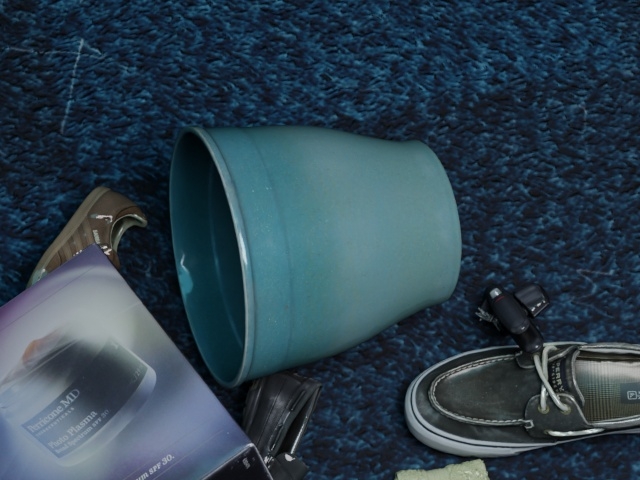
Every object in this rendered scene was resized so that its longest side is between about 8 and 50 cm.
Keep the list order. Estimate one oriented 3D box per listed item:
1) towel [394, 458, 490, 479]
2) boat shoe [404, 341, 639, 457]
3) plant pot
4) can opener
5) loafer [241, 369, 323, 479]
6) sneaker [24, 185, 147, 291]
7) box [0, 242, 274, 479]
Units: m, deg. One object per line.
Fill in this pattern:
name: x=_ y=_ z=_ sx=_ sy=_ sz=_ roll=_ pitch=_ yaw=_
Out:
towel: x=0.136 y=0.303 z=1.653 sx=0.110 sy=0.027 sz=0.148 roll=-8 pitch=67 yaw=-3
boat shoe: x=0.255 y=0.149 z=1.667 sx=0.335 sy=0.119 sz=0.121 roll=-6 pitch=67 yaw=-2
plant pot: x=0.000 y=0.000 z=1.672 sx=0.255 sy=0.271 sz=0.271 roll=-9 pitch=66 yaw=-18
can opener: x=0.203 y=0.077 z=1.678 sx=0.059 sy=0.186 sz=0.073 roll=44 pitch=99 yaw=-5
loafer: x=-0.053 y=0.237 z=1.658 sx=0.078 sy=0.076 sz=0.223 roll=8 pitch=63 yaw=14
sneaker: x=-0.261 y=0.026 z=1.759 sx=0.071 sy=0.066 sz=0.188 roll=26 pitch=70 yaw=10
box: x=-0.245 y=0.215 z=1.559 sx=0.296 sy=0.183 sz=0.294 roll=-36 pitch=59 yaw=-11
